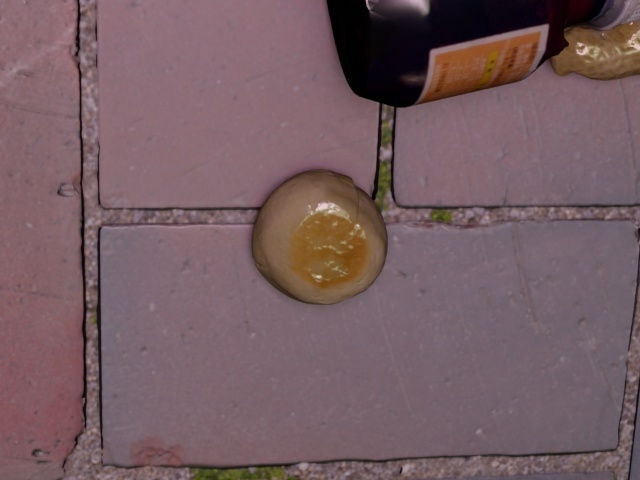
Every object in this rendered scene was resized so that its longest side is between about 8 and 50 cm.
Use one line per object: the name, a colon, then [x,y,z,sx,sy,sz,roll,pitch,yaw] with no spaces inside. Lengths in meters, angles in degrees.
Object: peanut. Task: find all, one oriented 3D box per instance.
peanut: [0.341,-0.223,1.463,0.174,0.080,0.080,-9,108,-5]

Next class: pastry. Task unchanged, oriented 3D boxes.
pastry: [0.000,0.000,1.463,0.156,0.092,0.156,-1,106,-2]

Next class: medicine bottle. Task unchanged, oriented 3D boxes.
medicine bottle: [0.206,-0.277,1.339,0.395,0.242,0.243,-10,108,-13]
